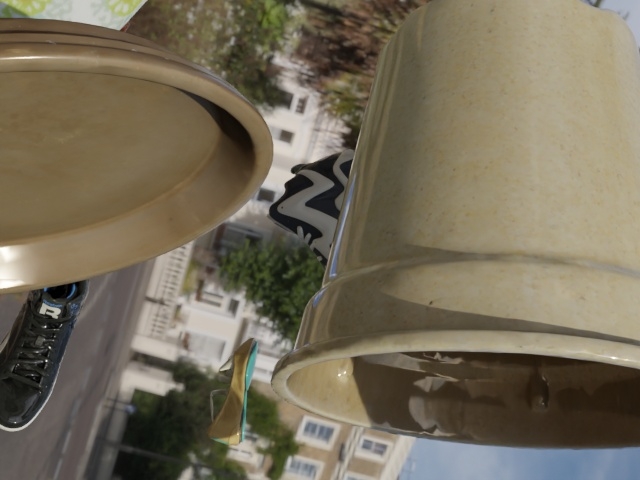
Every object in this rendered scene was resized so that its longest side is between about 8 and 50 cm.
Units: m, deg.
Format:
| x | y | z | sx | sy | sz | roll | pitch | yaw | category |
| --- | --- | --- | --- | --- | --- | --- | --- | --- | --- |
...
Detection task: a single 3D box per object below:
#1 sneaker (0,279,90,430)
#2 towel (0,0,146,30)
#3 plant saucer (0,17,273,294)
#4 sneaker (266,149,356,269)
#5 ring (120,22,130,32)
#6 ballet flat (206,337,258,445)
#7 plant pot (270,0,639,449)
| x | y | z | sx | sy | sz | roll | pitch | yaw | category |
| --- | --- | --- | --- | --- | --- | --- | --- | --- | --- |
| -0.329 | 0.107 | 0.923 | 0.121 | 0.079 | 0.217 | 139 | -32 | -61 | sneaker |
| -0.263 | -0.257 | 0.627 | 0.374 | 0.090 | 0.320 | -49 | 159 | -6 | towel |
| -0.163 | -0.032 | 0.422 | 0.278 | 0.277 | 0.041 | 122 | -45 | -66 | plant saucer |
| 0.000 | 0.000 | 1.041 | 0.094 | 0.153 | 0.235 | -2 | 92 | -64 | sneaker |
| -0.197 | -0.385 | 1.036 | 0.336 | 0.032 | 0.337 | -47 | -161 | 21 | ring |
| -0.163 | 0.268 | 1.466 | 0.232 | 0.073 | 0.080 | -84 | -178 | -48 | ballet flat |
| 0.146 | -0.015 | 0.636 | 0.334 | 0.333 | 0.306 | 122 | -23 | -65 | plant pot |
